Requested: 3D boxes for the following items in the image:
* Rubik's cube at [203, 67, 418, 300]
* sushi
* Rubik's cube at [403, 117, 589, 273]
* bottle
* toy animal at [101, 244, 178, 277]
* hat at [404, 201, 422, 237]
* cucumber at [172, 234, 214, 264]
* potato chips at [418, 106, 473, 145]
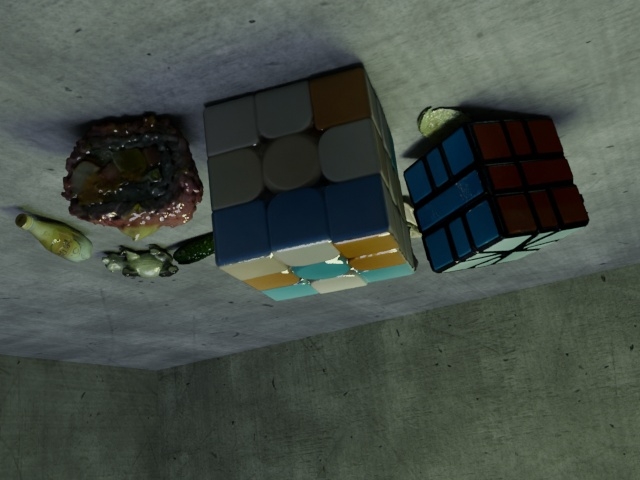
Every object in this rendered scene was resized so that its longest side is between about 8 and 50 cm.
[{"bbox_3d":[-0.013,-0.095,1.420,0.344,0.347,0.346,-12,160,12],"label":"Rubik's cube"},{"bbox_3d":[-0.381,-0.114,1.410,0.269,0.237,0.171,-10,170,-4],"label":"sushi"},{"bbox_3d":[0.405,-0.102,1.619,0.293,0.284,0.288,-6,163,-26],"label":"Rubik's cube"},{"bbox_3d":[-0.701,-0.011,1.812,0.083,0.083,0.270,-11,160,10],"label":"bottle"},{"bbox_3d":[-0.553,0.070,2.110,0.225,0.094,0.121,-3,170,-17],"label":"toy animal"},{"bbox_3d":[0.220,-0.054,2.063,0.219,0.164,0.226,-14,121,18],"label":"hat"},{"bbox_3d":[-0.350,0.020,2.077,0.227,0.069,0.069,-21,158,24],"label":"cucumber"},{"bbox_3d":[0.292,-0.257,1.565,0.209,0.026,0.142,12,157,-40],"label":"potato chips"}]
